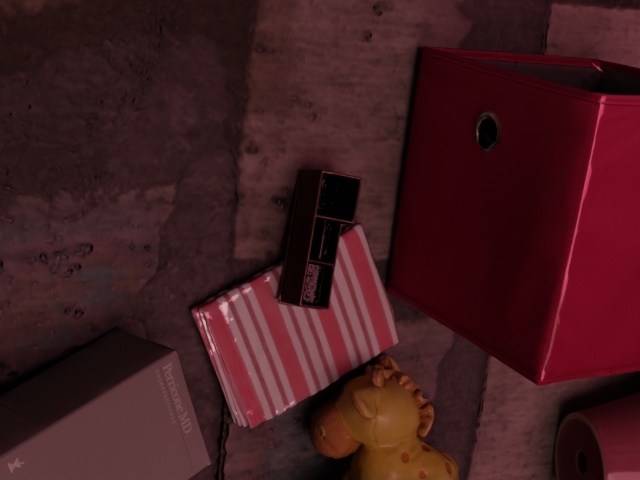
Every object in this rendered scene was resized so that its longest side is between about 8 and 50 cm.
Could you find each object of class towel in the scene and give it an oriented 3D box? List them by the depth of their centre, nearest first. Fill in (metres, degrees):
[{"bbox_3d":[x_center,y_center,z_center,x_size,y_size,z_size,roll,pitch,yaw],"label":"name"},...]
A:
[{"bbox_3d":[-0.020,0.082,1.061,0.197,0.029,0.144,-28,116,-21],"label":"towel"}]

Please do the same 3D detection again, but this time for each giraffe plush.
[{"bbox_3d":[0.059,0.214,1.086,0.210,0.181,0.170,-24,97,-10],"label":"giraffe plush"}]

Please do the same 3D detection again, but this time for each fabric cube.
[{"bbox_3d":[0.245,-0.036,1.042,0.259,0.254,0.258,-2,109,-31],"label":"fabric cube"}]

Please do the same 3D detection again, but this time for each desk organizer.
[{"bbox_3d":[0.000,0.000,1.006,0.047,0.050,0.130,10,88,-24],"label":"desk organizer"}]

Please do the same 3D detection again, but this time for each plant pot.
[{"bbox_3d":[0.388,0.265,1.281,0.180,0.201,0.201,-1,108,-14],"label":"plant pot"}]

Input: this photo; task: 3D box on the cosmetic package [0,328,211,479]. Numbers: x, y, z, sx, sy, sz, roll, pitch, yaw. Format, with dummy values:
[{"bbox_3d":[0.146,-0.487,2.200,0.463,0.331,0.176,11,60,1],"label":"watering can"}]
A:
[{"bbox_3d":[-0.220,0.187,0.898,0.238,0.107,0.127,-31,118,-32],"label":"cosmetic package"}]
